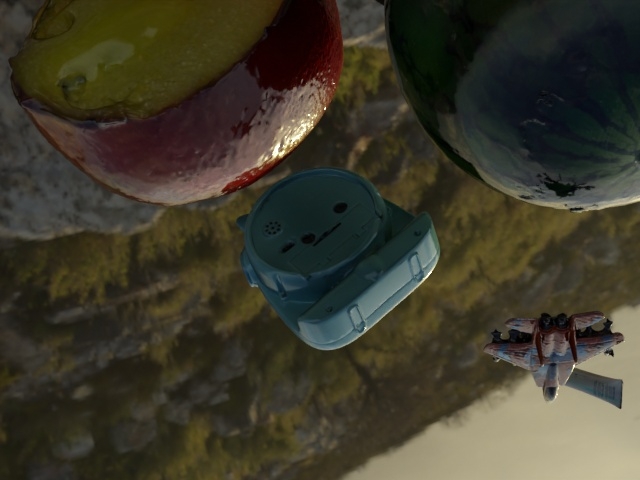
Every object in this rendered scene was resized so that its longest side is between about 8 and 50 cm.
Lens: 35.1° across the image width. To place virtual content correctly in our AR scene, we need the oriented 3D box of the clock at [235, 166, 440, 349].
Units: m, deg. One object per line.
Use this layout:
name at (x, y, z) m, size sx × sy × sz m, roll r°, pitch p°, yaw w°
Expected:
clock at (0.000, 0.000, 1.343) m, size 0.223 × 0.274 × 0.094 m, roll -41°, pitch 143°, yaw -15°

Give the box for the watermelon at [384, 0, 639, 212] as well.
watermelon at (0.228, -0.198, 0.941) m, size 0.363 × 0.363 × 0.363 m, roll -17°, pitch 155°, yaw -8°

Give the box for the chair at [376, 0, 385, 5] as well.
chair at (0.047, -0.486, 1.451) m, size 0.240 × 0.416 × 0.203 m, roll -4°, pitch 128°, yaw -58°

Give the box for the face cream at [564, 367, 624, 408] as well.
face cream at (0.330, 0.177, 1.265) m, size 0.020 × 0.038 × 0.115 m, roll -9°, pitch -165°, yaw -36°

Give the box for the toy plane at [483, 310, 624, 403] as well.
toy plane at (0.224, 0.114, 0.984) m, size 0.130 × 0.061 × 0.189 m, roll -6°, pitch 155°, yaw 6°

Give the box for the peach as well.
peach at (-0.138, -0.176, 0.975) m, size 0.281 × 0.281 × 0.338 m, roll -39°, pitch 167°, yaw 35°
